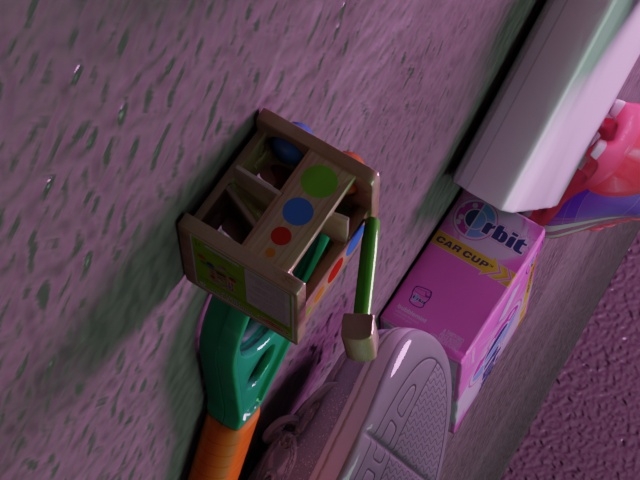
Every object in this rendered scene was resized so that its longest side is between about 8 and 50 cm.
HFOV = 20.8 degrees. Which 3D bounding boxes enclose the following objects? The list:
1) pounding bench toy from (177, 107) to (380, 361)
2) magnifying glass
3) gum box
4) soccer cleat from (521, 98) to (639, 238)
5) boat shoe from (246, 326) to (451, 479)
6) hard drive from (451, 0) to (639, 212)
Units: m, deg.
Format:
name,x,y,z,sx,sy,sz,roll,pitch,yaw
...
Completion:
name,x,y,z,sx,sy,sz,roll,pitch,yaw
pounding bench toy,0.000,0.000,0.653,0.065,0.083,0.052,-54,166,-21
magnifying glass,-0.035,0.061,0.798,0.092,0.026,0.231,-47,160,-45
gum box,0.095,0.053,1.187,0.107,0.062,0.188,-56,167,-16
soccer cleat,0.225,-0.039,1.332,0.083,0.095,0.248,-62,-178,-16
boat shoe,-0.029,0.187,0.971,0.118,0.103,0.320,28,86,-58
hard drive,0.204,-0.184,1.120,0.353,0.047,0.233,-63,167,9
